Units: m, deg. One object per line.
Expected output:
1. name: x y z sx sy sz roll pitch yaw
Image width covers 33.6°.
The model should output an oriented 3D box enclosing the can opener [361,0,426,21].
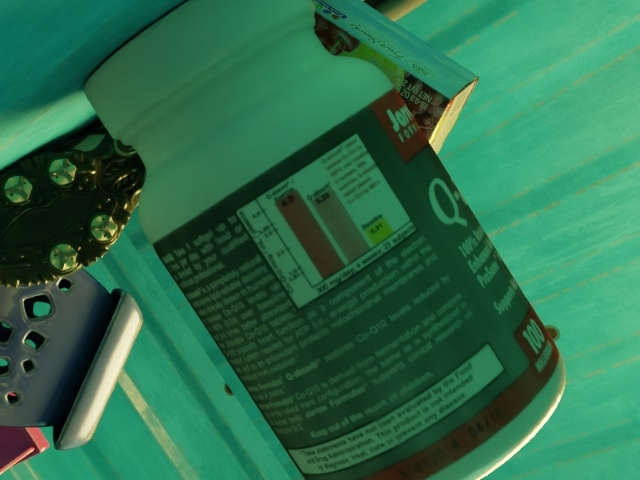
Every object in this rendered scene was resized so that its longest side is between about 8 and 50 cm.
1. can opener: 0.009 -0.224 1.021 0.280 0.074 0.093 -34 -140 -25

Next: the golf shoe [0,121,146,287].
1. golf shoe: -0.211 -0.045 0.960 0.272 0.105 0.120 -35 -167 -23

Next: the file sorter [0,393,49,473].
1. file sorter: -0.577 0.242 1.512 0.202 0.291 0.182 -29 -176 38

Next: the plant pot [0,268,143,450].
1. plant pot: -0.354 0.126 1.326 0.236 0.212 0.236 -66 -167 -8

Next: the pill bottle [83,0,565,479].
1. pill bottle: 0.000 0.000 0.765 0.210 0.363 0.210 -32 -174 4

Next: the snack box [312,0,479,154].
1. snack box: 0.009 -0.093 0.902 0.070 0.174 0.207 -40 161 -50
